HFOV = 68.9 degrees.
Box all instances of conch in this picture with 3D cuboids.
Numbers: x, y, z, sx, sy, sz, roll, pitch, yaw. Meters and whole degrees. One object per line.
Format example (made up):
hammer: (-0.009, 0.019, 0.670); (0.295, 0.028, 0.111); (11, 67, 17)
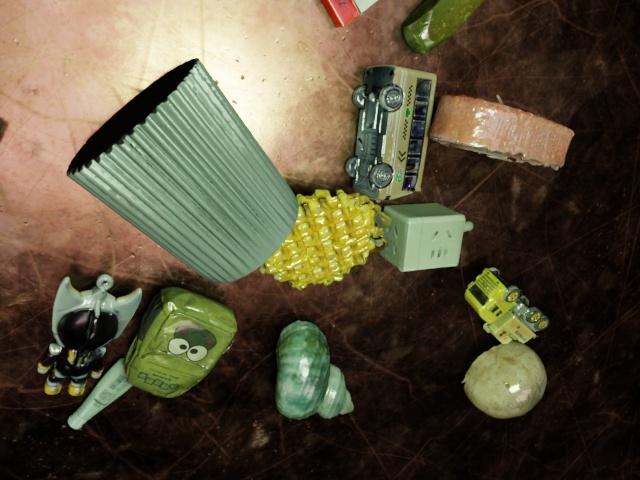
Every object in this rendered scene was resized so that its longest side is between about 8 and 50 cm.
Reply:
conch: (-0.025, 0.356, 1.196); (0.277, 0.195, 0.220); (42, 60, -4)

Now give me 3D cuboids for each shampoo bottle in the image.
shampoo bottle: (-0.499, 0.356, 1.075); (0.191, 0.041, 0.069); (-45, 124, 0)

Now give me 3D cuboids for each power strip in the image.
power strip: (0.277, -0.014, 1.182); (0.225, 0.139, 0.140); (-4, 109, -20)

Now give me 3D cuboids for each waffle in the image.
waffle: (0.010, 0.001, 1.088); (0.330, 0.062, 0.329); (-13, 137, -13)

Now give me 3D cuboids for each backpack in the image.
backpack: (-0.319, 0.229, 1.048); (0.207, 0.140, 0.253); (29, 103, -27)

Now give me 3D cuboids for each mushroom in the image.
mushroom: (0.594, 0.453, 1.447); (0.254, 0.189, 0.195); (-42, 115, 1)

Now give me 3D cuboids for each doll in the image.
doll: (-0.494, 0.201, 0.986); (0.146, 0.103, 0.316); (24, 108, -11)

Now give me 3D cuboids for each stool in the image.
stool: (-0.231, -0.113, 0.878); (0.297, 0.297, 0.330); (-42, 123, -2)

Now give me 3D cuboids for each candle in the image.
candle: (0.398, -0.245, 1.029); (0.317, 0.287, 0.131); (-11, 119, -58)

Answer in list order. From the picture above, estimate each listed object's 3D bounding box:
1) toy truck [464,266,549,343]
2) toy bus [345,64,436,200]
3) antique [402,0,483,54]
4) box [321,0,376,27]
toy truck: (0.538, 0.209, 1.376); (0.272, 0.124, 0.157); (37, 103, -31)
toy bus: (0.163, -0.240, 1.059); (0.158, 0.139, 0.289); (-2, 106, -25)
antique: (0.280, -0.514, 1.032); (0.081, 0.080, 0.221); (41, 91, -29)
box: (0.073, -0.530, 0.967); (0.152, 0.048, 0.100); (-40, 116, -6)
